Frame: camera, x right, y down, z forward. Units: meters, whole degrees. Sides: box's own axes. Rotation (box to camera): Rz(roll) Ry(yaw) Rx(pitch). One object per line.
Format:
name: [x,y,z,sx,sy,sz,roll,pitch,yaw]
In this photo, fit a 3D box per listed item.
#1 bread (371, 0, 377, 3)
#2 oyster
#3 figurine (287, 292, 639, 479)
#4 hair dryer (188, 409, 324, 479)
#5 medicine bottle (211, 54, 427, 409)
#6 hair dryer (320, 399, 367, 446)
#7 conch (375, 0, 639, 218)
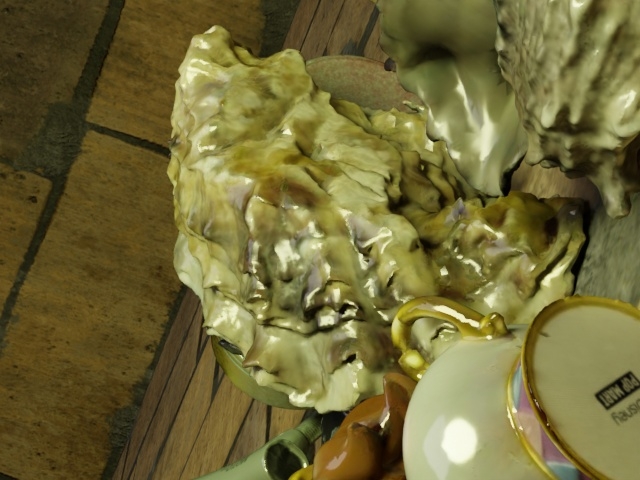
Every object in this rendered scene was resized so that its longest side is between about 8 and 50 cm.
bread: [0.066,-0.415,1.920,0.274,0.185,0.114,118,173,-48]
oyster: [0.010,-0.024,1.122,0.238,0.351,0.115,-34,-33,-8]
figurine: [0.071,0.133,0.793,0.189,0.142,0.263,58,139,17]
hair dryer: [-0.039,0.183,1.366,0.267,0.092,0.229,-38,-2,-30]
medicine bottle: [0.000,0.000,1.377,0.322,0.151,0.151,106,177,-55]
hair dryer: [0.072,0.095,1.237,0.235,0.091,0.271,104,-169,-51]
conch: [0.146,-0.121,0.922,0.313,0.186,0.240,-24,61,57]
